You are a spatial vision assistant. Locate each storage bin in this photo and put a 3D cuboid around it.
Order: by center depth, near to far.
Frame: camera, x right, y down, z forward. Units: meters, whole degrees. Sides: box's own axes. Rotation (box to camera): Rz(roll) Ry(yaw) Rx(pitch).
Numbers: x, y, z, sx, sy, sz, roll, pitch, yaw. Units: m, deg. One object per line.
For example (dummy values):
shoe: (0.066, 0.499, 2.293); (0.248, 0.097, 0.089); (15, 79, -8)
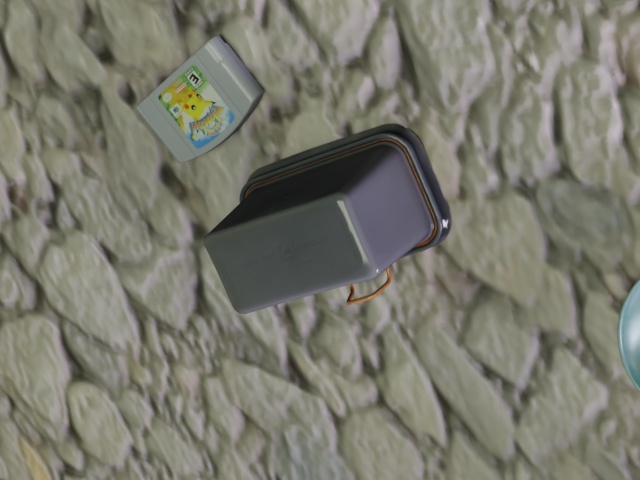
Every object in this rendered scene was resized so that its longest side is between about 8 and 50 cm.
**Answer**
storage bin: (0.000, 0.000, 0.817); (0.135, 0.091, 0.098); (-16, 104, 31)

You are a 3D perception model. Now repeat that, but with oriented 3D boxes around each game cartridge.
game cartridge: (-0.078, -0.088, 0.861); (0.083, 0.017, 0.056); (-37, 96, 33)

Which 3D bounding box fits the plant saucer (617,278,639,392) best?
plant saucer: (0.234, 0.057, 0.769); (0.119, 0.021, 0.119); (10, 115, 23)
